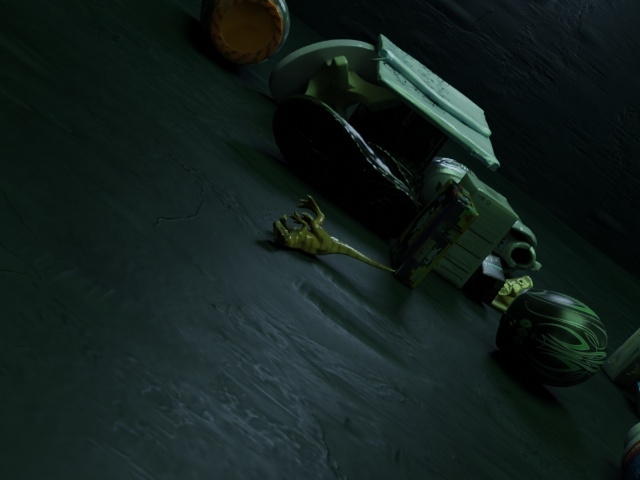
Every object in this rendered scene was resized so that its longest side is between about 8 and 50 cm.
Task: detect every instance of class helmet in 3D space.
[{"bbox_3d":[0.395,0.167,1.434,0.161,0.170,0.169,29,10,32],"label":"helmet"}]

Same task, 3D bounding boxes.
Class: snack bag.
[{"bbox_3d":[0.246,-0.307,1.837,0.323,0.037,0.342,35,23,-11],"label":"snack bag"}]

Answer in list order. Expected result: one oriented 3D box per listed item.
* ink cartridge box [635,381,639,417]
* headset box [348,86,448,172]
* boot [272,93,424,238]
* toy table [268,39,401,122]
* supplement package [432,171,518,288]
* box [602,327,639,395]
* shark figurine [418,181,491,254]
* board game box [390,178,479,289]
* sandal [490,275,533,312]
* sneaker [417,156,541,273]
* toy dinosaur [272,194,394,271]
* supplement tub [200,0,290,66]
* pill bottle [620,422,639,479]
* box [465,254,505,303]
[{"bbox_3d":[0.705,0.326,1.727,0.122,0.052,0.088,4,10,14],"label":"ink cartridge box"},{"bbox_3d":[0.177,-0.249,1.979,0.110,0.218,0.293,26,19,-28],"label":"headset box"},{"bbox_3d":[0.061,-0.165,1.665,0.348,0.131,0.260,45,22,-12],"label":"boot"},{"bbox_3d":[0.034,-0.329,1.915,0.161,0.274,0.252,-108,177,-45],"label":"toy table"},{"bbox_3d":[0.275,-0.020,1.644,0.105,0.179,0.105,32,18,-15],"label":"supplement package"},{"bbox_3d":[0.749,0.243,1.832,0.183,0.231,0.056,30,22,-23],"label":"box"},{"bbox_3d":[0.332,-0.008,1.853,0.166,0.116,0.278,29,21,-30],"label":"shark figurine"},{"bbox_3d":[0.192,-0.014,1.478,0.048,0.170,0.141,37,16,-9],"label":"board game box"},{"bbox_3d":[0.409,0.107,1.757,0.240,0.079,0.088,25,21,-36],"label":"sandal"},{"bbox_3d":[0.369,-0.053,1.991,0.365,0.137,0.210,34,14,-23],"label":"sneaker"},{"bbox_3d":[0.000,0.000,1.273,0.211,0.064,0.112,12,47,-37],"label":"toy dinosaur"},{"bbox_3d":[-0.180,-0.535,2.027,0.207,0.207,0.338,32,19,-19],"label":"supplement tub"},{"bbox_3d":[0.507,0.351,1.245,0.124,0.124,0.221,37,16,-2],"label":"pill bottle"},{"bbox_3d":[0.318,0.070,1.661,0.052,0.062,0.083,21,31,-12],"label":"box"}]
